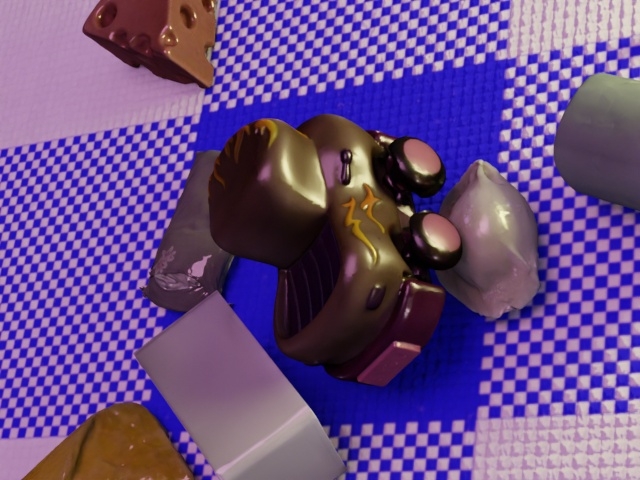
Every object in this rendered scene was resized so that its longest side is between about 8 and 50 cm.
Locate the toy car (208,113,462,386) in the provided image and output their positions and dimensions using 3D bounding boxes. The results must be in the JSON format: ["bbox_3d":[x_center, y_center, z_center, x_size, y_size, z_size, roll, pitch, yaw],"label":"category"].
[{"bbox_3d":[0.000,0.000,1.717,0.271,0.240,0.341,-49,40,39],"label":"toy car"}]

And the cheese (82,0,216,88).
[{"bbox_3d":[-0.265,-0.322,2.186,0.177,0.128,0.203,-14,64,29],"label":"cheese"}]

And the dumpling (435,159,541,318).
[{"bbox_3d":[0.195,0.003,1.730,0.155,0.111,0.181,-43,26,30],"label":"dumpling"}]

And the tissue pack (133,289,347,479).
[{"bbox_3d":[-0.103,0.210,1.757,0.136,0.159,0.246,-35,51,-8],"label":"tissue pack"}]

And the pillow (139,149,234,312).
[{"bbox_3d":[-0.167,-0.019,2.003,0.169,0.059,0.255,8,72,39],"label":"pillow"}]

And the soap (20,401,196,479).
[{"bbox_3d":[-0.341,0.427,1.849,0.427,0.115,0.306,-48,54,3],"label":"soap"}]

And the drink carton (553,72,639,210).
[{"bbox_3d":[0.380,-0.103,1.615,0.189,0.185,0.191,22,81,41],"label":"drink carton"}]
